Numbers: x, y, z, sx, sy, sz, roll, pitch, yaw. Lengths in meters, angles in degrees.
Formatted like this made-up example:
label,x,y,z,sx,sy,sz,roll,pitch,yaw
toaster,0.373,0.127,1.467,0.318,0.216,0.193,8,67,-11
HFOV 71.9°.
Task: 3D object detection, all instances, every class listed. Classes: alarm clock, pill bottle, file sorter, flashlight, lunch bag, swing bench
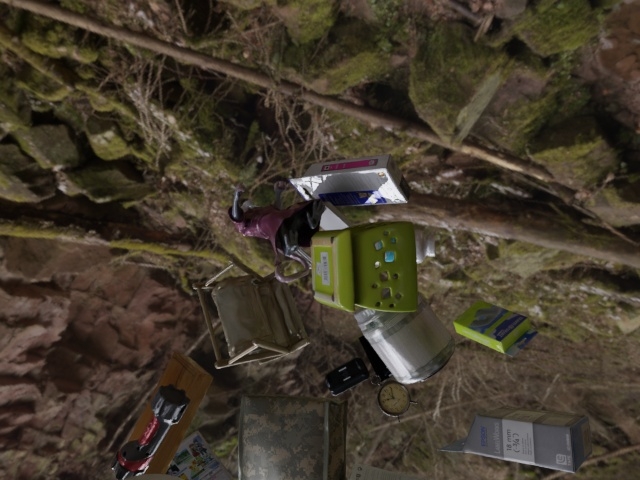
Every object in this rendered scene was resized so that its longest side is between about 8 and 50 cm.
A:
label,x,y,z,sx,sy,sz,roll,pitch,yaw
alarm clock,0.275,0.606,1.741,0.192,0.129,0.064,44,180,13
pill bottle,0.357,0.029,1.897,0.263,0.147,0.146,-3,169,18
file sorter,0.000,0.000,1.490,0.192,0.173,0.277,42,170,-15
flashlight,-0.492,0.547,1.263,0.103,0.304,0.103,13,-158,-50
lunch bag,-0.063,0.516,1.037,0.235,0.288,0.169,-4,160,20
swing bench,-0.191,0.208,1.258,0.254,0.165,0.254,19,-137,-56

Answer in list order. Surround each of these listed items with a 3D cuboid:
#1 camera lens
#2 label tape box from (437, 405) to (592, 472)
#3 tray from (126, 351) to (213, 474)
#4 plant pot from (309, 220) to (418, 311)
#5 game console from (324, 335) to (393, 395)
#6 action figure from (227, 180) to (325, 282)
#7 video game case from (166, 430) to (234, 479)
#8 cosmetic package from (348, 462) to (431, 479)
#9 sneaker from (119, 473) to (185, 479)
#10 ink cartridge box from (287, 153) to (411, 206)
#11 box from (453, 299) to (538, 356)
label,x,y,z,sx,sy,sz,roll,pitch,yaw
camera lens,0.261,0.282,1.363,0.274,0.219,0.219,53,-177,5
label tape box,0.517,0.515,1.187,0.333,0.106,0.240,-9,164,37
tray,-0.542,0.622,1.535,0.202,0.411,0.076,14,164,47
plant pot,0.099,0.067,1.132,0.206,0.229,0.227,-3,-179,-23
game console,0.176,0.544,1.930,0.044,0.361,0.213,36,-155,-61
action figure,-0.151,-0.048,1.371,0.369,0.276,0.247,7,-167,44
video game case,-0.565,1.005,1.825,0.300,0.328,0.036,58,169,-9
cosmetic package,0.249,0.749,1.165,0.364,0.197,0.155,4,-159,18
sneaker,-0.510,0.691,1.087,0.365,0.135,0.150,-5,-147,-10
ink cartridge box,0.089,-0.183,1.434,0.370,0.069,0.176,-2,148,33
box,0.442,0.219,1.126,0.178,0.109,0.043,18,138,60
